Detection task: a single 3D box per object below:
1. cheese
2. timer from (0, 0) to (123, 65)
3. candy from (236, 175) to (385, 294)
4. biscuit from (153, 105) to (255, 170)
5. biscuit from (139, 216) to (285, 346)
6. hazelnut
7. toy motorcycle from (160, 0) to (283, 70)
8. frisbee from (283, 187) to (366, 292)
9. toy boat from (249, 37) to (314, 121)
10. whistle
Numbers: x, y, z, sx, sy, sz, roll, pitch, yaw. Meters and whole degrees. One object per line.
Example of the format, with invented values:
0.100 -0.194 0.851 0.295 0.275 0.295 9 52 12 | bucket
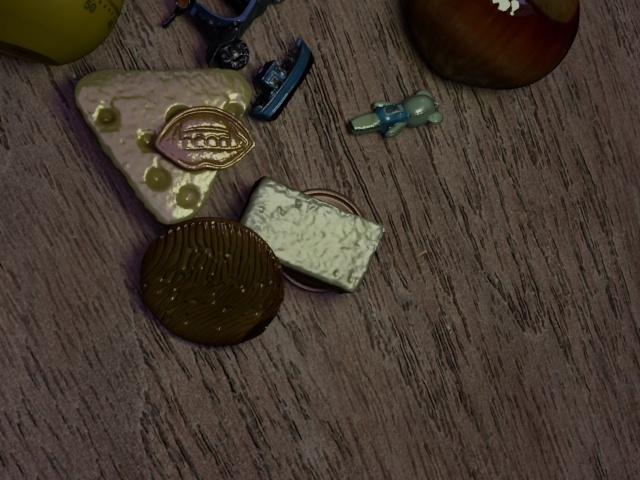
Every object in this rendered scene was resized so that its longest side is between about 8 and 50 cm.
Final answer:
-0.334 -0.203 1.685 0.384 0.104 0.384 1 85 -17 | cheese
-0.555 -0.558 1.516 0.376 0.376 0.387 17 88 -15 | timer
-0.035 -0.007 1.730 0.320 0.135 0.179 22 81 -12 | candy
-0.249 -0.220 1.642 0.220 0.029 0.142 0 86 -17 | biscuit
-0.236 0.096 1.649 0.317 0.040 0.318 1 114 1 | biscuit
0.405 -0.546 1.819 0.409 0.359 0.359 41 77 -15 | hazelnut
-0.202 -0.562 1.742 0.212 0.125 0.359 28 78 -5 | toy motorcycle
0.000 0.000 1.817 0.250 0.021 0.251 1 88 -16 | frisbee
-0.098 -0.378 1.768 0.097 0.100 0.223 38 76 -26 | toy boat
0.182 -0.301 1.862 0.235 0.077 0.114 -17 64 -11 | whistle
